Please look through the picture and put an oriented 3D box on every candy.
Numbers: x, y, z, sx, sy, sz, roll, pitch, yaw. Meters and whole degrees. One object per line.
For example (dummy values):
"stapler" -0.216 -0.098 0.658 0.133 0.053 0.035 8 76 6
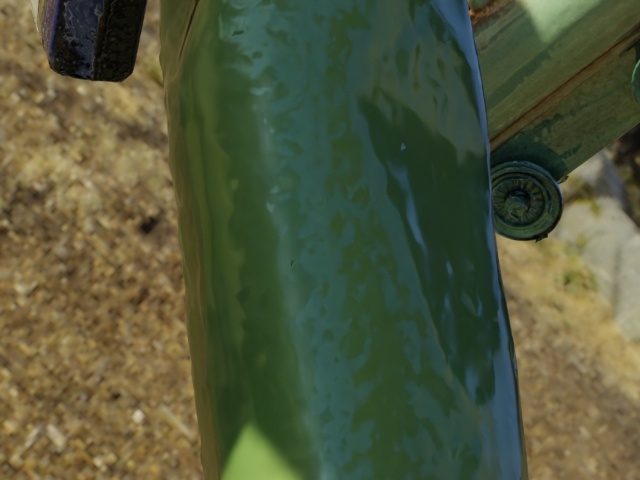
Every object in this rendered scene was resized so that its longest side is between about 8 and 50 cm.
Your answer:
"candy" 0.000 0.000 0.583 0.142 0.132 0.344 -1 81 -33

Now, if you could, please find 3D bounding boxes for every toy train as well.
"toy train" 0.172 -0.124 1.034 0.177 0.285 0.116 45 35 -11

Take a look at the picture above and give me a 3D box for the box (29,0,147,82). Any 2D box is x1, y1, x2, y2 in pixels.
"box" -0.185 -0.250 1.099 0.071 0.168 0.259 4 29 -22
